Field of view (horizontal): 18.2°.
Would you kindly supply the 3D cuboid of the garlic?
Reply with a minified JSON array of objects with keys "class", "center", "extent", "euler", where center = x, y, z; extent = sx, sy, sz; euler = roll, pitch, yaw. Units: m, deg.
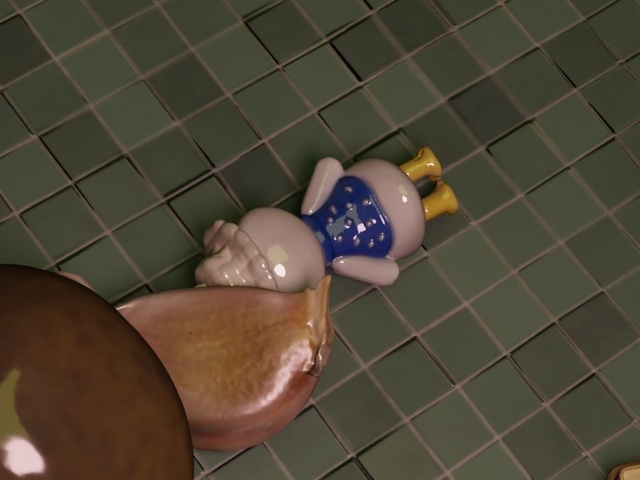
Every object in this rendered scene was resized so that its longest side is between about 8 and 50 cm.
[{"class":"garlic","center":[-0.124,0.113,1.792],"extent":[0.266,0.128,0.148],"euler":[5,66,-2]}]

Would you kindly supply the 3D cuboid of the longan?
[{"class":"longan","center":[-0.260,0.173,1.658],"extent":[0.318,0.319,0.319],"euler":[4,64,-8]}]

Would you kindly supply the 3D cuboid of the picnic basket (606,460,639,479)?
[{"class":"picnic basket","center":[0.329,0.280,1.819],"extent":[0.115,0.079,0.164],"euler":[-6,66,-14]}]

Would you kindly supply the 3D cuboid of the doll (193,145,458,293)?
[{"class":"doll","center":[0.000,0.000,1.884],"extent":[0.293,0.119,0.138],"euler":[-28,88,-26]}]
